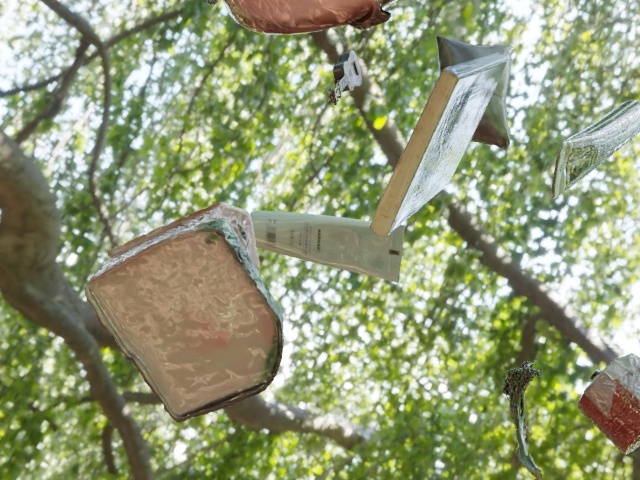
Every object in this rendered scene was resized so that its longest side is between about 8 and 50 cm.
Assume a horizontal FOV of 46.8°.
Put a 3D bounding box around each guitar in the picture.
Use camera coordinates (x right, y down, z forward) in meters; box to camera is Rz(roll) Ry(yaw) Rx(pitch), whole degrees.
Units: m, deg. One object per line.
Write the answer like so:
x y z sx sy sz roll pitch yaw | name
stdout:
0.046 -0.348 1.631 0.038 0.271 0.084 -12 -66 20 | guitar

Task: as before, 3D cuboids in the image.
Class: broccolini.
0.406 0.339 1.433 0.062 0.271 0.123 2 -57 2 | broccolini

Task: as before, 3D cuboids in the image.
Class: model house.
-0.153 0.073 1.015 0.237 0.202 0.237 58 9 -16 | model house

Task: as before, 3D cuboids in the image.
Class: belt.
0.477 0.248 1.155 0.124 0.128 0.201 47 11 29 | belt

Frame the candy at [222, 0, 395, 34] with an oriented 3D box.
0.013 -0.272 0.623 0.255 0.255 0.094 12 -34 37 | candy

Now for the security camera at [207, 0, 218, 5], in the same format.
-0.117 -0.368 1.038 0.058 0.092 0.058 47 -31 41 | security camera

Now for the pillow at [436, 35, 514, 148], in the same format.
0.342 -0.336 1.665 0.186 0.250 0.106 4 -8 -5 | pillow

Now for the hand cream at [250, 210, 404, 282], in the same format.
0.000 0.000 1.396 0.320 0.109 0.067 10 15 23 | hand cream

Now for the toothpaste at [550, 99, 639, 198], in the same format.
0.496 -0.180 1.292 0.061 0.392 0.099 22 -54 33 | toothpaste

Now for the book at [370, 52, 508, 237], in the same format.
0.147 -0.122 0.870 0.025 0.269 0.191 30 -64 14 | book
